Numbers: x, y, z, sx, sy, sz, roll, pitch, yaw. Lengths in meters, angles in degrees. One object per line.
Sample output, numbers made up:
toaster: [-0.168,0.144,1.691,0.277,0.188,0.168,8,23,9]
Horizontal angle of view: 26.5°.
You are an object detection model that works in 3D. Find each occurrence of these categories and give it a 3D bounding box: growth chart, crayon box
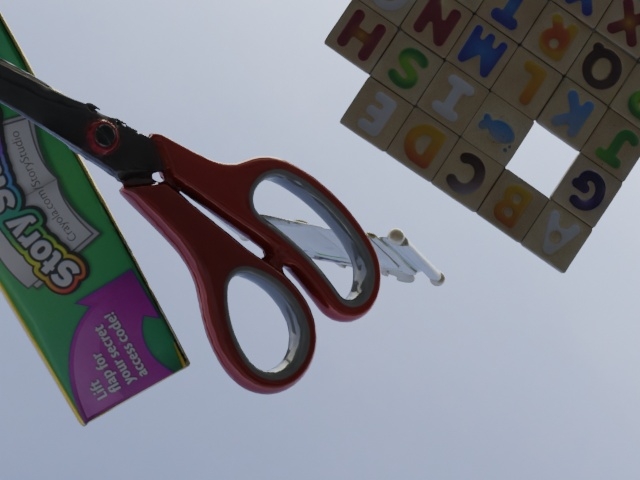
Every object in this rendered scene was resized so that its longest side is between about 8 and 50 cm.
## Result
growth chart: [0.000,0.000,1.345,0.237,0.172,0.021,12,-103,17]
crayon box: [-0.254,-0.075,1.074,0.106,0.313,0.363,-30,-67,-10]

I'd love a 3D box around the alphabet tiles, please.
alphabet tiles: [0.132,-0.123,0.968,0.237,0.009,0.198,34,-93,-7]

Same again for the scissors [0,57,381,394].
scissors: [-0.084,-0.045,0.631,0.297,0.021,0.109,45,-117,-21]
